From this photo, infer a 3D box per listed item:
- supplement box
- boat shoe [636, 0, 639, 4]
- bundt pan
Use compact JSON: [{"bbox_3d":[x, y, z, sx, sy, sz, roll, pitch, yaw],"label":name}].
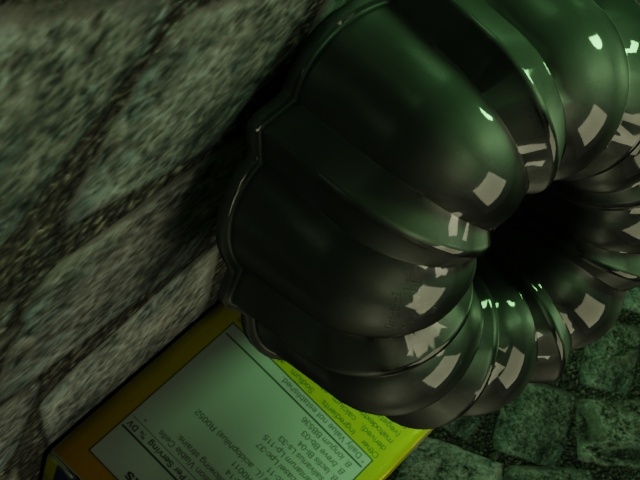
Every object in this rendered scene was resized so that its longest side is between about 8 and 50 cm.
[{"bbox_3d":[-0.041,0.160,1.227,0.356,0.194,0.195,-41,170,-28],"label":"supplement box"},{"bbox_3d":[0.305,-0.220,1.389,0.099,0.116,0.319,-38,175,-35],"label":"boat shoe"},{"bbox_3d":[0.106,-0.017,0.886,0.331,0.124,0.331,-26,140,-25],"label":"bundt pan"}]
